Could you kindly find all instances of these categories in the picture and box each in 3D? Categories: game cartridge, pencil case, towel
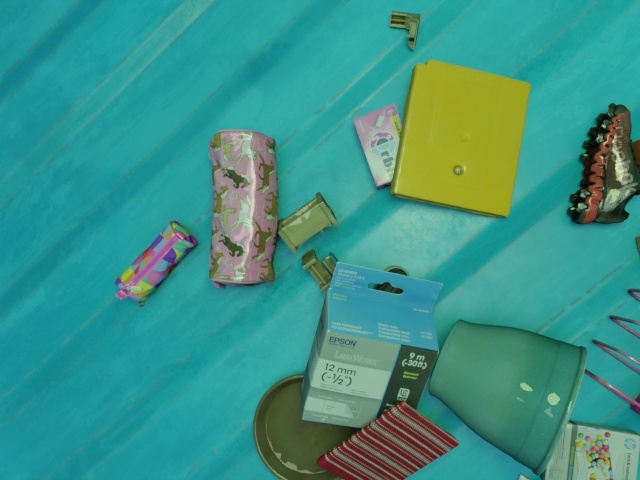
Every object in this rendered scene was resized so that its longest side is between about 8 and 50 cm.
[{"bbox_3d":[0.328,-0.237,1.093,0.284,0.052,0.324,11,87,-6],"label":"game cartridge"},{"bbox_3d":[-0.430,0.059,1.226,0.104,0.104,0.236,43,94,9],"label":"pencil case"},{"bbox_3d":[0.149,0.477,1.060,0.198,0.031,0.275,38,113,-21],"label":"towel"},{"bbox_3d":[-0.195,-0.073,1.161,0.167,0.159,0.387,-4,86,53],"label":"pencil case"}]

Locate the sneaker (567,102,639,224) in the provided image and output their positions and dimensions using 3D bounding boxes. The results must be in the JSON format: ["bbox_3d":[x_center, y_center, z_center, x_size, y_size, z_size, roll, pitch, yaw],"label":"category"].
[{"bbox_3d":[0.655,-0.162,1.040,0.134,0.097,0.277,13,92,11],"label":"sneaker"}]

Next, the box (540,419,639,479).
[{"bbox_3d":[0.604,0.488,1.051,0.186,0.038,0.145,7,89,9],"label":"box"}]

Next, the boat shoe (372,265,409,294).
[{"bbox_3d":[0.134,0.194,1.120,0.102,0.092,0.286,27,93,10],"label":"boat shoe"}]

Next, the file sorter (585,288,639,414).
[{"bbox_3d":[0.705,0.214,0.962,0.182,0.202,0.291,35,94,11],"label":"file sorter"}]

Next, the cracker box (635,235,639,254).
[{"bbox_3d":[0.821,-0.006,0.973,0.232,0.155,0.067,-13,85,9],"label":"cracker box"}]

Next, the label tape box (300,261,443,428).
[{"bbox_3d":[0.113,0.244,1.027,0.248,0.115,0.348,12,112,-8],"label":"label tape box"}]

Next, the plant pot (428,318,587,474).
[{"bbox_3d":[0.381,0.299,0.997,0.255,0.271,0.272,22,92,24],"label":"plant pot"}]

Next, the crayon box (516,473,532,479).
[{"bbox_3d":[0.551,0.698,1.013,0.322,0.083,0.203,26,92,17],"label":"crayon box"}]

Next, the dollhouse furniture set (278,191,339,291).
[{"bbox_3d":[0.000,0.000,1.154,0.129,0.129,0.184,-34,106,7],"label":"dollhouse furniture set"}]

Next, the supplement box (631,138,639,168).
[{"bbox_3d":[0.815,-0.209,1.024,0.233,0.080,0.078,-13,87,7],"label":"supplement box"}]

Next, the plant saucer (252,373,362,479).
[{"bbox_3d":[-0.032,0.471,1.165,0.277,0.041,0.278,-1,87,10],"label":"plant saucer"}]

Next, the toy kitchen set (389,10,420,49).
[{"bbox_3d":[0.203,-0.517,1.156,0.075,0.083,0.068,12,131,11],"label":"toy kitchen set"}]

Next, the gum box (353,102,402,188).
[{"bbox_3d":[0.162,-0.223,1.149,0.107,0.062,0.189,-20,85,9],"label":"gum box"}]
